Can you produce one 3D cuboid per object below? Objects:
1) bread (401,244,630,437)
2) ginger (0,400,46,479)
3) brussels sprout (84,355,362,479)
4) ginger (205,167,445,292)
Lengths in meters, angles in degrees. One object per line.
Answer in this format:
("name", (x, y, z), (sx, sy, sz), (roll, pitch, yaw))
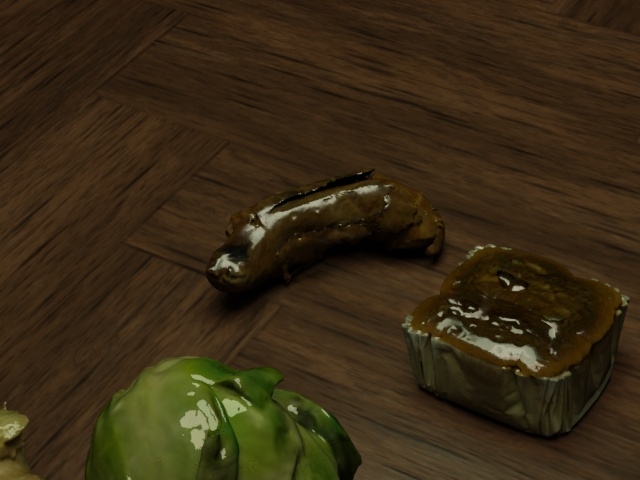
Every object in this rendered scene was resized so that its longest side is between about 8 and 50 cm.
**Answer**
("bread", (0.220, 0.103, 1.631), (0.210, 0.110, 0.192), (23, 46, 29))
("ginger", (-0.317, 0.279, 1.453), (0.267, 0.152, 0.138), (47, 33, 23))
("brussels sprout", (-0.092, 0.231, 1.398), (0.227, 0.259, 0.294), (-49, 42, 0))
("ginger", (0.000, -0.013, 1.796), (0.309, 0.107, 0.133), (-12, 64, -10))
